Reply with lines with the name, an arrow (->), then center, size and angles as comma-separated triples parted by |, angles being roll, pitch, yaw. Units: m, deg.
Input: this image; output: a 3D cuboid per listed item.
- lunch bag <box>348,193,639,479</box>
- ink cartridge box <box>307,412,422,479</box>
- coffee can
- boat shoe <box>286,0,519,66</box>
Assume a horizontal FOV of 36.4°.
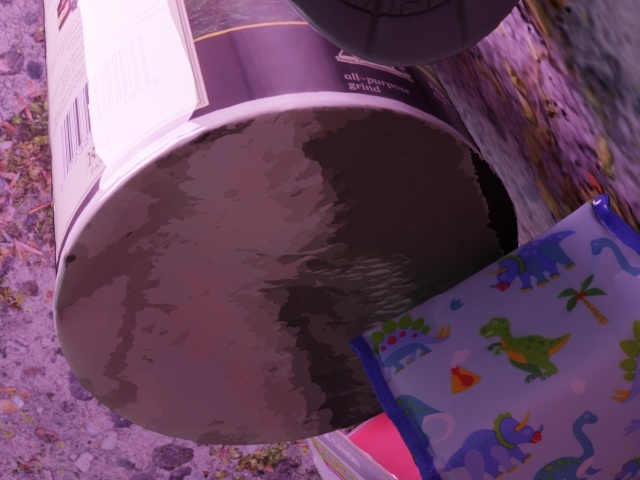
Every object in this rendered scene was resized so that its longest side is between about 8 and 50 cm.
lunch bag -> 0.102, 0.074, 0.426 | 0.151, 0.129, 0.096 | 58, -177, -42
ink cartridge box -> 0.135, 0.216, 0.632 | 0.309, 0.130, 0.272 | 26, 144, 59
coffee can -> -0.041, -0.064, 0.509 | 0.275, 0.201, 0.201 | -108, -8, -45
boat shoe -> -0.043, -0.197, 0.340 | 0.320, 0.118, 0.103 | 50, -175, -5
